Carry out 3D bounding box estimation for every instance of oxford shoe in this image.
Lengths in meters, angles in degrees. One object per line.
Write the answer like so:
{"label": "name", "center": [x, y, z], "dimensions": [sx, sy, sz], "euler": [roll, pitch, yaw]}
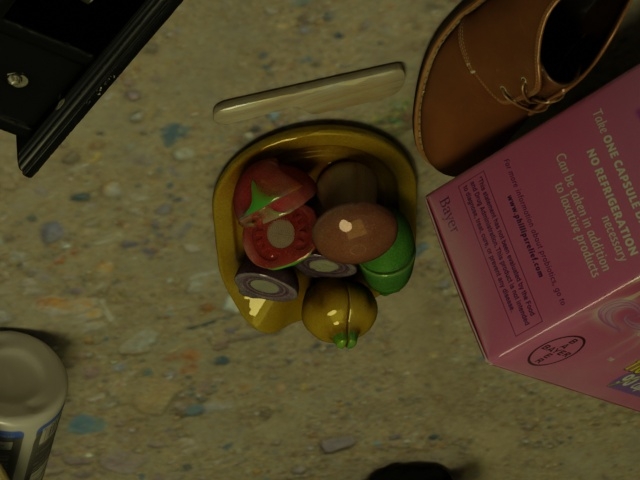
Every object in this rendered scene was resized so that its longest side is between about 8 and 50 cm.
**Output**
{"label": "oxford shoe", "center": [0.111, -0.098, 1.108], "dimensions": [0.076, 0.076, 0.212], "euler": [7, 139, -22]}

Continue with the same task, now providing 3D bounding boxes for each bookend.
{"label": "bookend", "center": [-0.177, -0.128, 1.014], "dimensions": [0.157, 0.072, 0.156], "euler": [22, 132, -32]}

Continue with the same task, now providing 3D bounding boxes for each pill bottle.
{"label": "pill bottle", "center": [-0.216, 0.129, 1.310], "dimensions": [0.078, 0.078, 0.137], "euler": [5, 138, -17]}

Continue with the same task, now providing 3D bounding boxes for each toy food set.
{"label": "toy food set", "center": [0.000, 0.000, 1.204], "dimensions": [0.128, 0.071, 0.218], "euler": [-8, 140, -3]}

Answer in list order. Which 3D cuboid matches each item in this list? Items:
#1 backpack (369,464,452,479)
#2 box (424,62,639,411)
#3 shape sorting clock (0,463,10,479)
{"label": "backpack", "center": [0.062, 0.275, 1.459], "dimensions": [0.115, 0.182, 0.152], "euler": [0, 140, -11]}
{"label": "box", "center": [0.227, -0.013, 1.159], "dimensions": [0.243, 0.117, 0.213], "euler": [-33, 151, 25]}
{"label": "shape sorting clock", "center": [-0.277, 0.149, 1.285], "dimensions": [0.206, 0.040, 0.206], "euler": [16, 129, 20]}
